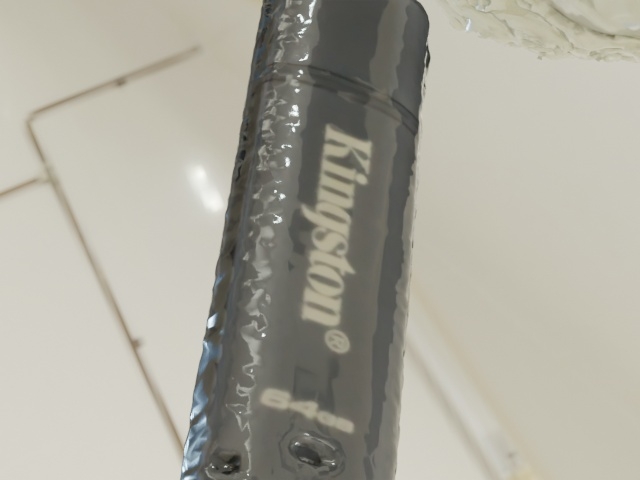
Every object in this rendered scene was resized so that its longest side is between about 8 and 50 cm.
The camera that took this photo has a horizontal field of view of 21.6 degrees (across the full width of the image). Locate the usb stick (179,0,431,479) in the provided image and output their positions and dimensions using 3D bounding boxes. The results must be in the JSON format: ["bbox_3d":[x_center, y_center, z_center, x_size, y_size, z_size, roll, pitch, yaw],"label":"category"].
[{"bbox_3d":[0.000,0.000,0.605,0.045,0.077,0.278,-44,-152,42],"label":"usb stick"}]

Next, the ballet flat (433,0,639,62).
[{"bbox_3d":[0.211,-0.145,0.710,0.147,0.408,0.147,-4,94,-63],"label":"ballet flat"}]
